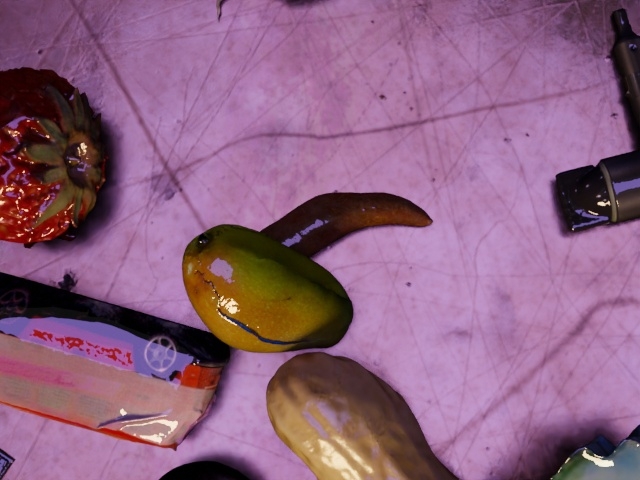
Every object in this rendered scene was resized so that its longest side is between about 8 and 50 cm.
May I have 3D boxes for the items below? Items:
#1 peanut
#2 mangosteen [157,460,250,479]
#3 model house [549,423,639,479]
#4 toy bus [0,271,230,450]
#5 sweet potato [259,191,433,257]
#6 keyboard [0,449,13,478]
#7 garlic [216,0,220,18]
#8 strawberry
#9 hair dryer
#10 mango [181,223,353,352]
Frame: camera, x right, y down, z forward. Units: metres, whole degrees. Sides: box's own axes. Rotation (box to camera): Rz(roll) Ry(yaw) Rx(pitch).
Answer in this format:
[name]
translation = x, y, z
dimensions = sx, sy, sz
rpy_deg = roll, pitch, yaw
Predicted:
[peanut]
translation = 0.071, 0.246, 1.440
dimensions = 0.147, 0.147, 0.319
rpy_deg = -44, 95, -1
[mangosteen]
translation = -0.137, 0.317, 1.450
dimensions = 0.152, 0.152, 0.152
rpy_deg = 0, 85, 3
[model house]
translation = 0.345, 0.333, 1.392
dimensions = 0.261, 0.241, 0.226
rpy_deg = 45, 108, 15
[toy bus]
translation = -0.261, 0.134, 1.473
dimensions = 0.302, 0.127, 0.147
rpy_deg = 17, 91, 2
[sweet potato]
translation = -0.001, -0.011, 1.507
dimensions = 0.255, 0.058, 0.078
rpy_deg = -21, 101, -2
[keyboard]
translation = -0.456, 0.227, 1.530
dimensions = 0.198, 0.010, 0.064
rpy_deg = 34, 86, 5
[garlic]
translation = -0.013, -0.359, 1.519
dimensions = 0.128, 0.148, 0.267
rpy_deg = 34, 82, -32
[strawberry]
translation = -0.372, -0.100, 1.486
dimensions = 0.244, 0.205, 0.205
rpy_deg = 4, 85, 25
[hair dryer]
translation = 0.350, -0.147, 1.503
dimensions = 0.195, 0.078, 0.248
rpy_deg = -13, 75, 2
[mango]
translation = -0.055, 0.066, 1.440
dimensions = 0.233, 0.111, 0.125
rpy_deg = 33, 107, -37
